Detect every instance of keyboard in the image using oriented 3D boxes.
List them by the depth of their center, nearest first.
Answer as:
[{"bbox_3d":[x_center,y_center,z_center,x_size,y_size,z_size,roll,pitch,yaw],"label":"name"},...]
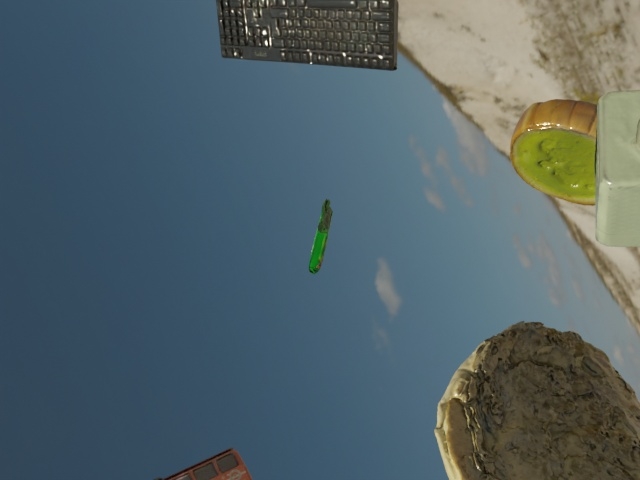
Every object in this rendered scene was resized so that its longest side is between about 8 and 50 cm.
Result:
[{"bbox_3d":[-0.019,-0.191,0.635,0.013,0.205,0.061,-29,-55,-46],"label":"keyboard"}]

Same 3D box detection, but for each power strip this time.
[{"bbox_3d":[0.408,-0.100,0.845,0.224,0.139,0.140,58,-142,-56],"label":"power strip"}]

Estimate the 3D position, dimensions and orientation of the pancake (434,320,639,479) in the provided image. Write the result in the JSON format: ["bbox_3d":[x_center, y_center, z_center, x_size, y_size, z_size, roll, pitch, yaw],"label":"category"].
[{"bbox_3d":[0.244,0.207,0.711,0.283,0.049,0.282,10,-132,-11],"label":"pancake"}]

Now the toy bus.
[{"bbox_3d":[-0.221,0.411,1.093,0.235,0.073,0.096,-15,-120,-31],"label":"toy bus"}]

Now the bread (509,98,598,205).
[{"bbox_3d":[0.453,-0.153,1.247,0.236,0.236,0.069,47,-120,-40],"label":"bread"}]

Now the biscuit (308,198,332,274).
[{"bbox_3d":[0.001,0.000,0.793,0.089,0.016,0.046,104,179,-47],"label":"biscuit"}]
